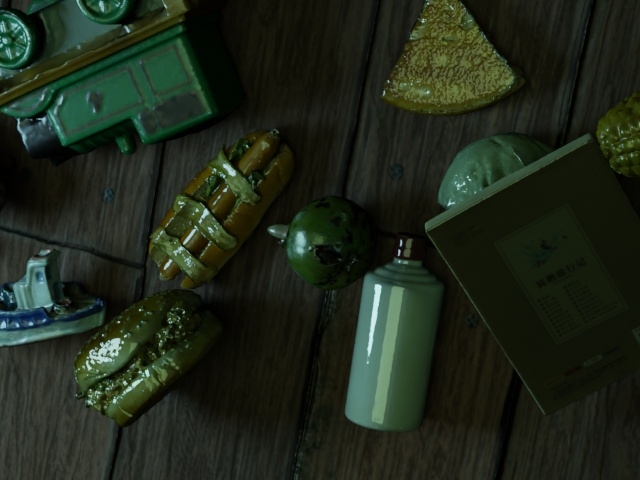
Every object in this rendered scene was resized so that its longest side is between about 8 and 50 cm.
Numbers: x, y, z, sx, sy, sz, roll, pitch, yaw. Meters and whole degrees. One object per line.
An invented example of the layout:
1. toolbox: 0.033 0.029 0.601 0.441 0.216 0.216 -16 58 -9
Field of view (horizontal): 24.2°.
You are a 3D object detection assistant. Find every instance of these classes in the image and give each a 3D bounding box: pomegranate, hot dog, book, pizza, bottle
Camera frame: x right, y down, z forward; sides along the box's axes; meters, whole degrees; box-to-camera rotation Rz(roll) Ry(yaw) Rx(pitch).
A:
1. pomegranate: 0.000 0.000 1.896 0.161 0.122 0.122 13 101 46
2. hot dog: -0.130 -0.045 1.955 0.109 0.072 0.269 42 109 9
3. book: 0.287 0.047 1.737 0.217 0.021 0.310 -29 116 11
4. pizza: 0.148 -0.238 1.850 0.185 0.036 0.176 -16 88 23
5. bottle: 0.097 0.111 1.870 0.104 0.104 0.245 11 99 19

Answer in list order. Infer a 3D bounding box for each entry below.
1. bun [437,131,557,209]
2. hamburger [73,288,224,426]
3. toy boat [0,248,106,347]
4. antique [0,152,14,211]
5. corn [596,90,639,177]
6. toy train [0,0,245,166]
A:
1. bun: 0.228 -0.022 1.796 0.212 0.126 0.204 41 106 13
2. hamburger: -0.220 0.139 1.942 0.122 0.189 0.215 50 121 2
3. toy boat: -0.413 0.077 2.045 0.262 0.114 0.115 -9 105 25
4. antique: -0.539 -0.086 2.060 0.257 0.121 0.143 15 81 18
5. corn: 0.486 -0.171 1.687 0.363 0.120 0.120 -22 88 21
6. toy train: -0.275 -0.228 1.944 0.429 0.178 0.249 -21 99 21
